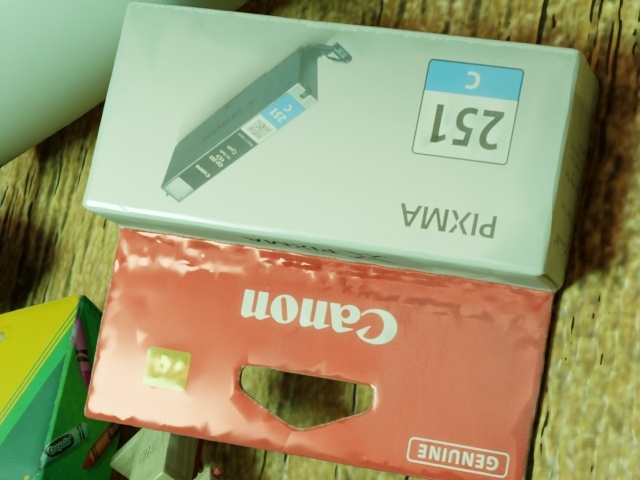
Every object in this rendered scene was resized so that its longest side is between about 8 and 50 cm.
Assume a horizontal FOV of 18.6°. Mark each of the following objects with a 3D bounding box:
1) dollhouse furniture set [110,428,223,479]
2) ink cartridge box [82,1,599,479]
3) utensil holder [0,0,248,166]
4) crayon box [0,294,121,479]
[{"bbox_3d":[-0.058,0.193,1.246,0.129,0.129,0.184,-43,21,25],"label":"dollhouse furniture set"},{"bbox_3d":[0.000,0.000,1.183,0.296,0.066,0.261,8,81,19],"label":"ink cartridge box"},{"bbox_3d":[-0.215,-0.247,1.384,0.385,0.327,0.328,-30,57,38],"label":"utensil holder"},{"bbox_3d":[-0.277,0.152,1.396,0.278,0.081,0.165,-15,44,24],"label":"crayon box"}]
